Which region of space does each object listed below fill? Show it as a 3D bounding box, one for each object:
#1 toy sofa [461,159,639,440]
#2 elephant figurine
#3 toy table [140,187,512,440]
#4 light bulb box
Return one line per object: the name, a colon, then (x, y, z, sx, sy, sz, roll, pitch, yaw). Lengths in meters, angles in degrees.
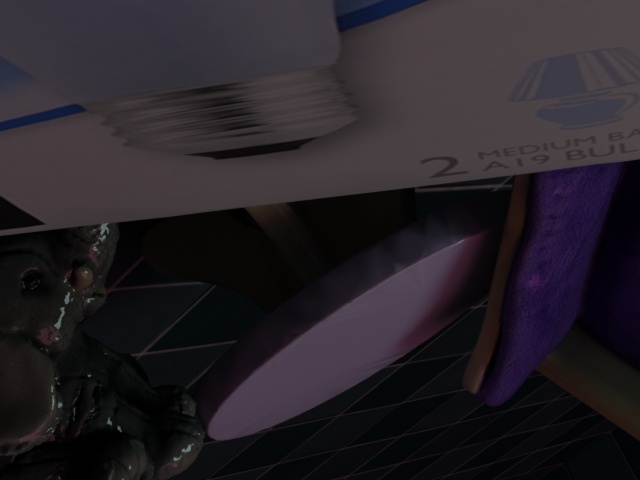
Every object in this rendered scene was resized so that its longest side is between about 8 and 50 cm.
toy sofa: (0.215, 0.000, 1.011, 0.177, 0.150, 0.362, -45, 158, -29)
elephant figurine: (-0.191, 0.062, 1.026, 0.169, 0.239, 0.186, 7, -137, 48)
toy table: (0.000, 0.000, 1.115, 0.274, 0.160, 0.252, -31, 160, 7)
light bulb box: (-0.100, -0.155, 0.329, 0.358, 0.225, 0.361, -7, 164, 12)
